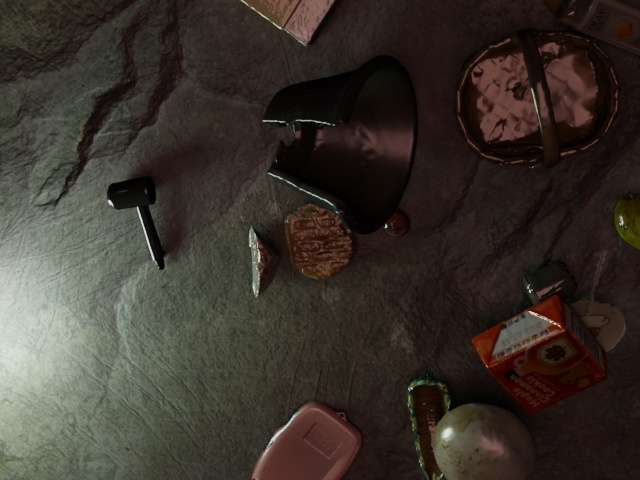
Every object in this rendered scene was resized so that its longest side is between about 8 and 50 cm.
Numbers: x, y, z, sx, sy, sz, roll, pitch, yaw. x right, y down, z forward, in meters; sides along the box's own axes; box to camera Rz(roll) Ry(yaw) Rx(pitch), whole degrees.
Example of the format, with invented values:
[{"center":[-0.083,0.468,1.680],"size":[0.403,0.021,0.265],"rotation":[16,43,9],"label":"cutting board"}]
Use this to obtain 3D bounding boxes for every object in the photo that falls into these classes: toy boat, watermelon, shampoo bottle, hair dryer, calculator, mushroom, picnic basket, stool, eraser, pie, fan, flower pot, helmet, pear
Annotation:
[{"center":[0.278,0.474,1.944],"size":[0.108,0.099,0.293],"rotation":[-3,96,14],"label":"toy boat"},{"center":[-0.144,0.057,1.928],"size":[0.081,0.094,0.180],"rotation":[1,120,8],"label":"watermelon"},{"center":[0.610,-0.451,1.611],"size":[0.227,0.056,0.086],"rotation":[20,131,-9],"label":"shampoo bottle"},{"center":[-0.453,-0.038,1.985],"size":[0.114,0.070,0.248],"rotation":[-9,111,13],"label":"hair dryer"},{"center":[-0.034,0.571,2.060],"size":[0.220,0.048,0.330],"rotation":[37,107,2],"label":"calculator"},{"center":[0.396,0.477,1.854],"size":[0.243,0.243,0.243],"rotation":[3,105,11],"label":"mushroom"},{"center":[0.440,-0.285,1.588],"size":[0.337,0.337,0.293],"rotation":[-12,102,15],"label":"picnic basket"},{"center":[0.528,0.104,1.791],"size":[0.110,0.096,0.096],"rotation":[-33,96,13],"label":"stool"},{"center":[-0.126,-0.591,1.749],"size":[0.343,0.078,0.144],"rotation":[35,110,1],"label":"eraser"},{"center":[0.000,0.000,1.899],"size":[0.195,0.046,0.195],"rotation":[4,106,13],"label":"pie"},{"center":[0.612,0.152,1.775],"size":[0.191,0.009,0.329],"rotation":[-1,125,2],"label":"fan"},{"center":[0.035,-0.222,1.716],"size":[0.251,0.379,0.379],"rotation":[11,108,31],"label":"flower pot"},{"center":[0.172,-0.042,1.849],"size":[0.084,0.049,0.065],"rotation":[38,110,0],"label":"helmet"},{"center":[0.704,-0.042,1.707],"size":[0.107,0.107,0.131],"rotation":[-24,102,17],"label":"pear"}]

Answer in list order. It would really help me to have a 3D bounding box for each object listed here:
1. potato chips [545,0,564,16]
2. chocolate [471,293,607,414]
[{"center":[0.545,-0.563,1.624],"size":[0.195,0.062,0.208],"rotation":[25,107,2],"label":"potato chips"},{"center":[0.509,0.271,1.787],"size":[0.235,0.108,0.237],"rotation":[-31,123,22],"label":"chocolate"}]
